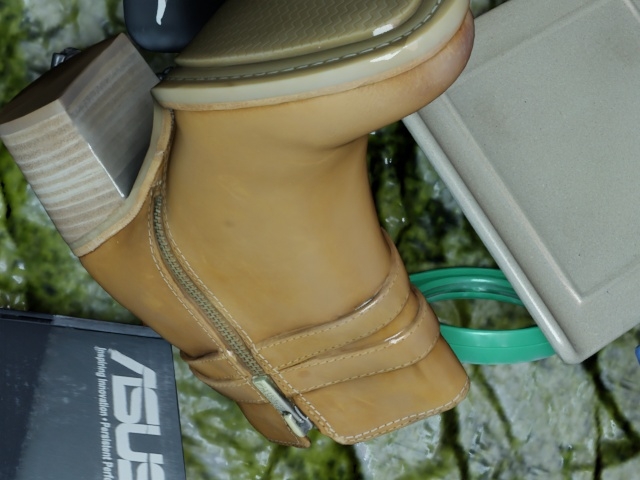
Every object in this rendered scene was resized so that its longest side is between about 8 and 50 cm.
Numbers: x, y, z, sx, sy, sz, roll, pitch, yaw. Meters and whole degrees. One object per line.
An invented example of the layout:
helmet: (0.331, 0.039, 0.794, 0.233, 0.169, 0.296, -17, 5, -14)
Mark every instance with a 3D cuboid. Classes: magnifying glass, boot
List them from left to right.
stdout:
boot: (0.000, 0.000, 0.667, 0.220, 0.283, 0.109, 53, 47, -21)
magnifying glass: (0.022, 0.041, 0.824, 0.231, 0.092, 0.026, 1, 111, -7)

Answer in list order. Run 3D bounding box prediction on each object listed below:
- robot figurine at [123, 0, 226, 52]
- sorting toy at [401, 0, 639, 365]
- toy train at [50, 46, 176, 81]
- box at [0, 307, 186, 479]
robot figurine: (-0.034, -0.226, 0.718, 0.209, 0.173, 0.278, 0, 98, -18)
sorting toy: (0.141, -0.049, 0.829, 0.196, 0.047, 0.347, -29, 83, -28)
toy train: (-0.063, -0.069, 0.807, 0.158, 0.027, 0.036, 9, 98, -17)
box: (-0.208, 0.179, 0.616, 0.318, 0.395, 0.097, 10, 127, -17)
